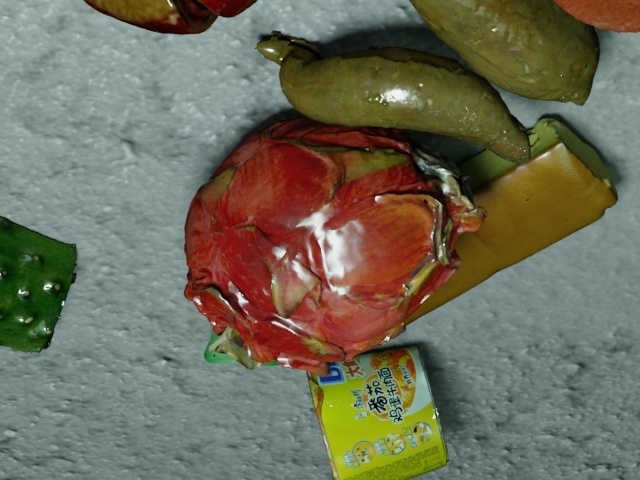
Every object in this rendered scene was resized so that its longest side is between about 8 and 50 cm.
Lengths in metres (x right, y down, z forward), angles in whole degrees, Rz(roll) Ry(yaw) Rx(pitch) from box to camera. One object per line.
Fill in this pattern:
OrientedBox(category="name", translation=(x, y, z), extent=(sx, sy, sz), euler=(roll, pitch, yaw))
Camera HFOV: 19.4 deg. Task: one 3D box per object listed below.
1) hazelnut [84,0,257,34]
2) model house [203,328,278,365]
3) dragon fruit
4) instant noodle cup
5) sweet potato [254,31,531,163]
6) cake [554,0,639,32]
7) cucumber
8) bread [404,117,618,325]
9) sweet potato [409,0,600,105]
OrientedBox(category="hazelnut", translation=(-0.143, -0.284, 1.793), extent=(0.204, 0.178, 0.178), euler=(-19, 138, 25))
OrientedBox(category="model house", translation=(-0.080, 0.070, 2.267), extent=(0.117, 0.088, 0.167), euler=(1, 144, -6))
OrientedBox(category="dragon fruit", translation=(0.000, 0.000, 2.053), extent=(0.342, 0.277, 0.277), euler=(-44, 128, 15))
OrientedBox(category="instant noodle cup", translation=(0.076, 0.232, 2.405), extent=(0.153, 0.205, 0.205), euler=(-14, 140, 2))
OrientedBox(category="sweet potato", translation=(0.074, -0.154, 1.941), extent=(0.310, 0.098, 0.124), euler=(15, 173, 6))
OrientedBox(category="cake", translation=(0.280, -0.329, 1.779), extent=(0.177, 0.151, 0.283), euler=(-10, 142, 26))
OrientedBox(category="cucumber", translation=(-0.447, 0.032, 2.188), extent=(0.325, 0.105, 0.145), euler=(22, 134, -24))
OrientedBox(category="bread", translation=(0.171, -0.016, 2.196), extent=(0.361, 0.077, 0.138), euler=(-31, 133, 29))
OrientedBox(category="sweet potato", translation=(0.133, -0.259, 1.862), extent=(0.423, 0.130, 0.130), euler=(29, 130, -32))
